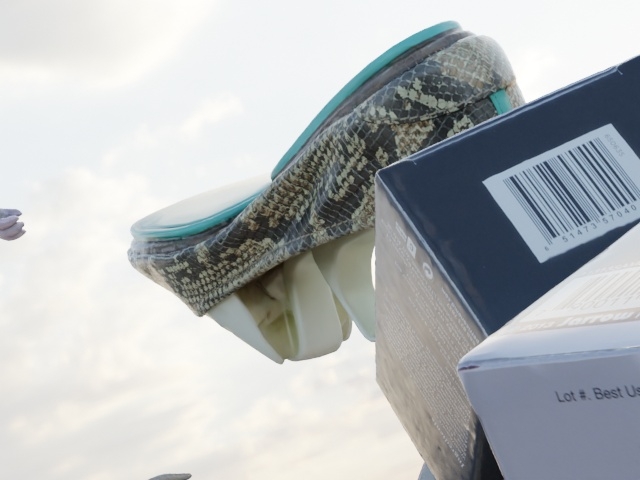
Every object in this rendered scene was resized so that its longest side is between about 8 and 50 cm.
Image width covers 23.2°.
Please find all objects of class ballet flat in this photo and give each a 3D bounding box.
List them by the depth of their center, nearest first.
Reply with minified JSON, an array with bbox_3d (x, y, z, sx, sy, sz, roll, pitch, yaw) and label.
[{"bbox_3d":[0.000,0.000,1.181,0.164,0.182,0.483,-27,0,-35],"label":"ballet flat"}]

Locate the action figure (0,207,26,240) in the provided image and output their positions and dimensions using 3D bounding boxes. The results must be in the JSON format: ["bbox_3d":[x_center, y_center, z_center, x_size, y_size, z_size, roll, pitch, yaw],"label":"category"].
[{"bbox_3d":[-0.439,-0.096,1.450,0.276,0.248,0.370,-17,-52,-10],"label":"action figure"}]

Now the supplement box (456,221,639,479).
[{"bbox_3d":[0.149,0.032,0.397,0.073,0.130,0.239,-12,14,47],"label":"supplement box"}]

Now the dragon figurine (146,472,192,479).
[{"bbox_3d":[-0.162,0.308,1.192,0.085,0.289,0.144,19,-9,35],"label":"dragon figurine"}]

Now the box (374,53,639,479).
[{"bbox_3d":[0.115,0.032,0.770,0.153,0.108,0.207,-24,-31,-15],"label":"box"}]

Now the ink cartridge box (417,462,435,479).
[{"bbox_3d":[0.181,0.104,1.044,0.239,0.275,0.060,25,-10,-23],"label":"ink cartridge box"}]
